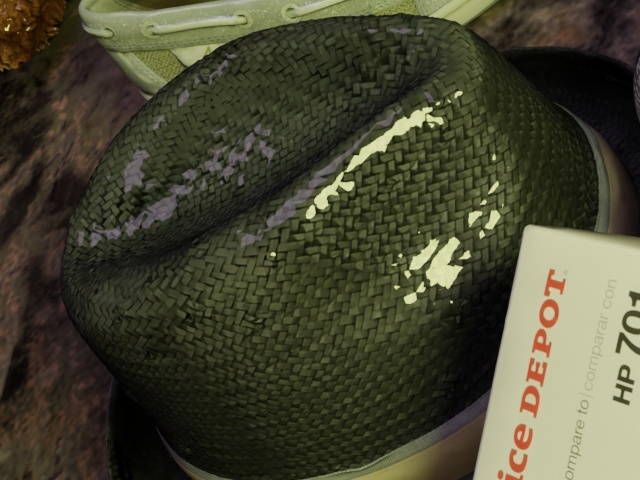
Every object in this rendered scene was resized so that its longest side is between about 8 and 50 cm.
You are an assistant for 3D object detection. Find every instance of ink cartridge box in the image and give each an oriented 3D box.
[{"bbox_3d":[0.148,0.080,0.440,0.191,0.082,0.139,16,97,45],"label":"ink cartridge box"}]

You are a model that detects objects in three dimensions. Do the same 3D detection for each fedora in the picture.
[{"bbox_3d":[0.000,0.000,0.624,0.334,0.152,0.334,-23,44,25],"label":"fedora"}]

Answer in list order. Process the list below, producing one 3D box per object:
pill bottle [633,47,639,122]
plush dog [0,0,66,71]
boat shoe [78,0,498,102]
[{"bbox_3d":[0.203,-0.100,0.552,0.130,0.130,0.245,-4,54,39],"label":"pill bottle"},{"bbox_3d":[-0.312,-0.212,1.080,0.225,0.210,0.262,-14,44,-5],"label":"plush dog"},{"bbox_3d":[0.006,-0.170,0.806,0.320,0.103,0.118,-21,45,25],"label":"boat shoe"}]
